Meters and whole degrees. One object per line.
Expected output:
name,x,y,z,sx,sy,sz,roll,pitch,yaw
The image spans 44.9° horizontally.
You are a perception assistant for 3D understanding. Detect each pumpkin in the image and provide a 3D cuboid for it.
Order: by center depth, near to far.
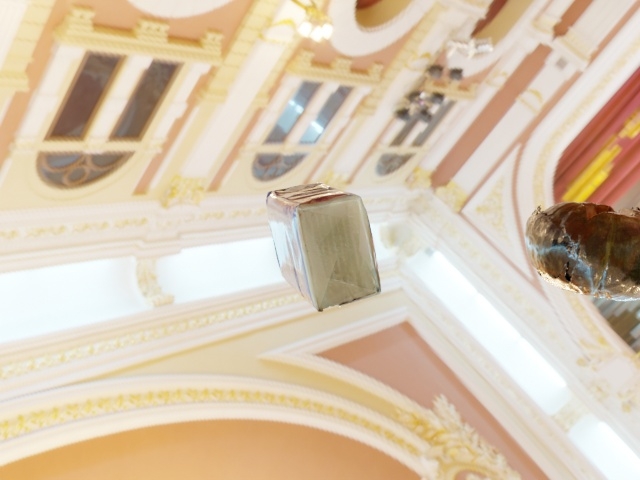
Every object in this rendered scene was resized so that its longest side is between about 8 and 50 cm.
pumpkin,0.609,0.019,1.682,0.320,0.192,0.320,7,-170,-1

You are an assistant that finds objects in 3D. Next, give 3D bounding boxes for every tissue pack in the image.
tissue pack,0.000,0.000,1.474,0.146,0.198,0.263,-14,-168,-14
